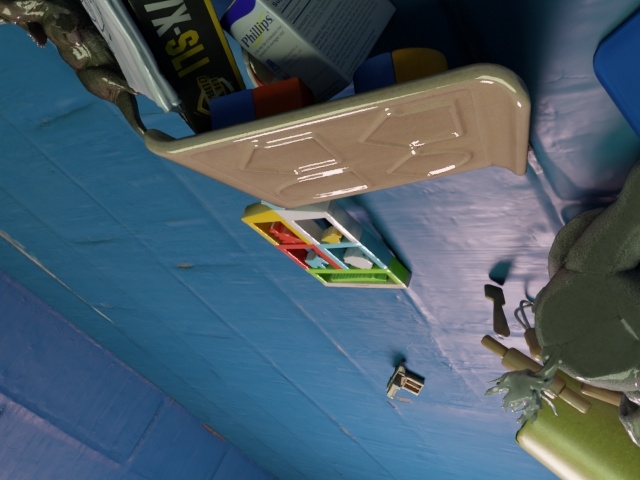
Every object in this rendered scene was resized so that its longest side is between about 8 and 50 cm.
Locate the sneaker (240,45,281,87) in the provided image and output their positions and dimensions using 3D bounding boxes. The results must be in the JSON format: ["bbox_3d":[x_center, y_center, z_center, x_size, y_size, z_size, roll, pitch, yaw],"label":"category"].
[{"bbox_3d":[-0.045,-0.209,0.838,0.065,0.061,0.158,-20,132,19],"label":"sneaker"}]

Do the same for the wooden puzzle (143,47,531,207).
[{"bbox_3d":[0.039,-0.112,0.700,0.348,0.080,0.322,-6,172,16],"label":"wooden puzzle"}]

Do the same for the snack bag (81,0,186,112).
[{"bbox_3d":[-0.269,-0.291,0.682,0.342,0.037,0.323,61,169,-25],"label":"snack bag"}]

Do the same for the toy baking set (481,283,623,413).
[{"bbox_3d":[0.324,0.153,0.941,0.256,0.197,0.030,31,120,27],"label":"toy baking set"}]

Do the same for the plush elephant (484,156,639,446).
[{"bbox_3d":[0.382,0.102,0.786,0.330,0.255,0.271,-44,63,27],"label":"plush elephant"}]

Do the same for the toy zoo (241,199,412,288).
[{"bbox_3d":[0.000,0.000,1.090,0.192,0.030,0.293,-3,148,42],"label":"toy zoo"}]

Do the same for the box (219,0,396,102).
[{"bbox_3d":[-0.011,-0.235,0.679,0.137,0.126,0.072,39,151,-18],"label":"box"}]

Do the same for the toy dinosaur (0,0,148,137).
[{"bbox_3d":[-0.323,-0.270,0.930,0.313,0.121,0.160,42,160,-32],"label":"toy dinosaur"}]

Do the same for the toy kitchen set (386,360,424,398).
[{"bbox_3d":[0.195,0.311,1.431,0.075,0.083,0.068,26,109,3],"label":"toy kitchen set"}]

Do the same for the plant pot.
[{"bbox_3d":[0.467,0.314,1.040,0.254,0.276,0.276,30,153,21],"label":"plant pot"}]

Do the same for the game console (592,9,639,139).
[{"bbox_3d":[0.425,-0.140,0.527,0.250,0.173,0.293,5,162,-16],"label":"game console"}]

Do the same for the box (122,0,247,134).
[{"bbox_3d":[-0.200,-0.291,0.676,0.257,0.079,0.322,51,168,40],"label":"box"}]
